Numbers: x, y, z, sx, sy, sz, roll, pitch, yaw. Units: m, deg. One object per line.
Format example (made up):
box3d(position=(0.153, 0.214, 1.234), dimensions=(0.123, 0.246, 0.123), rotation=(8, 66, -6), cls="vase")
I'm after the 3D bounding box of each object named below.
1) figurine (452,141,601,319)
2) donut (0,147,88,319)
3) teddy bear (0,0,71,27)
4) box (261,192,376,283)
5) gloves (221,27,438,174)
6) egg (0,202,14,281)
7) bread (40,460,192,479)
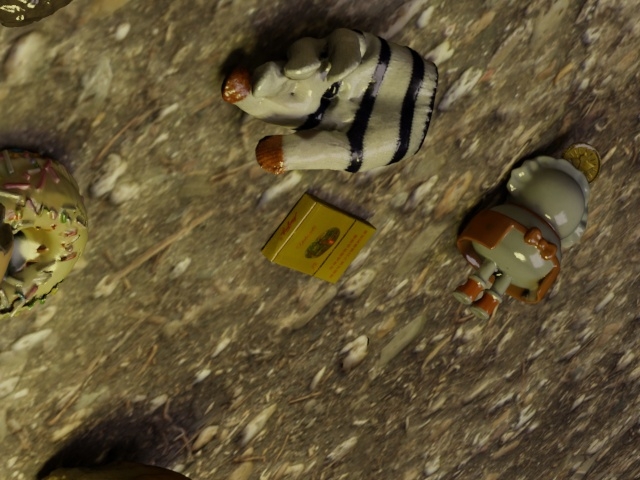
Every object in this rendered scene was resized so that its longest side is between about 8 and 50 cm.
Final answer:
box3d(position=(0.276, -0.017, 2.000), dimensions=(0.271, 0.143, 0.143), rotation=(-46, 151, 2), cls="figurine")
box3d(position=(-0.276, 0.002, 1.347), dimensions=(0.175, 0.068, 0.174), rotation=(-34, 150, -24), cls="donut")
box3d(position=(-0.187, -0.233, 1.117), dimensions=(0.190, 0.140, 0.177), rotation=(-38, 154, 1), cls="teddy bear")
box3d(position=(0.000, 0.000, 1.760), dimensions=(0.087, 0.023, 0.155), rotation=(-50, 151, 10), cls="box")
box3d(position=(0.003, -0.146, 1.505), dimensions=(0.219, 0.131, 0.140), rotation=(10, 125, -22), cls="gloves")
box3d(position=(-0.350, 0.016, 1.128), dimensions=(0.244, 0.201, 0.201), rotation=(-47, 151, 5), cls="egg")
box3d(position=(-0.226, 0.330, 1.728), dimensions=(0.262, 0.162, 0.204), rotation=(-13, 168, 30), cls="bread")
